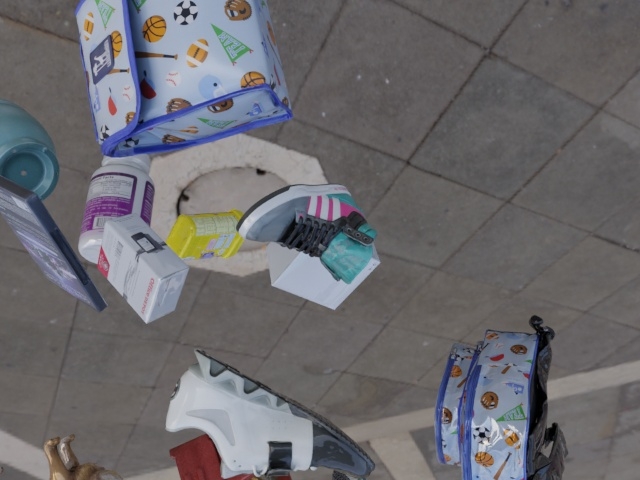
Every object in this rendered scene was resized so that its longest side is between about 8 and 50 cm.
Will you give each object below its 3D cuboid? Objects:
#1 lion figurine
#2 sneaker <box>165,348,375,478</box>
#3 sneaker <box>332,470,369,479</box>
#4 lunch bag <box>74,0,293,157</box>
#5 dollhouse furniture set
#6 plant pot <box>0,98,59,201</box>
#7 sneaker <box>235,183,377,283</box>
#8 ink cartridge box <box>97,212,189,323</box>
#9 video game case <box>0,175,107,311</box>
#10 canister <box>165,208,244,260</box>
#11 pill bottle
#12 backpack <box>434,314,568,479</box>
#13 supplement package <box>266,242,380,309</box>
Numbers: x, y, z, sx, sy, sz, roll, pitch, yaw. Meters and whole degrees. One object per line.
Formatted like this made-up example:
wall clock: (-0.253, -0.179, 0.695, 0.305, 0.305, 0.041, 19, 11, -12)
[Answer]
lion figurine: (-0.622, 0.584, 1.244, 0.392, 0.240, 0.142, -23, 165, -9)
sneaker: (-0.079, 0.305, 0.869, 0.330, 0.146, 0.122, 29, 167, -4)
sneaker: (0.099, 0.585, 1.334, 0.075, 0.161, 0.057, 9, 99, -47)
lunch bag: (-0.288, -0.361, 1.122, 0.385, 0.328, 0.239, -13, 173, 10)
dollhouse furniture set: (-0.105, 0.506, 0.957, 0.152, 0.374, 0.201, -27, 140, -4)
plant pot: (-0.803, -0.198, 1.466, 0.196, 0.293, 0.293, 25, 150, 29)
sneaker: (0.000, 0.000, 1.019, 0.295, 0.178, 0.124, -15, 151, -50)
ink cartridge box: (-0.298, 0.046, 0.952, 0.063, 0.150, 0.109, -24, 149, -49)
video game case: (-0.511, 0.002, 1.047, 0.196, 0.026, 0.274, 21, 142, 33)
canister: (-0.267, -0.011, 1.347, 0.170, 0.073, 0.126, -7, 139, -50)
pill bottle: (-0.533, -0.095, 1.516, 0.169, 0.302, 0.169, 0, 154, 0)
backpack: (0.304, 0.304, 0.973, 0.213, 0.263, 0.277, -6, 109, 21)
supplement package: (0.002, 0.036, 1.447, 0.203, 0.149, 0.194, 24, 121, -30)
